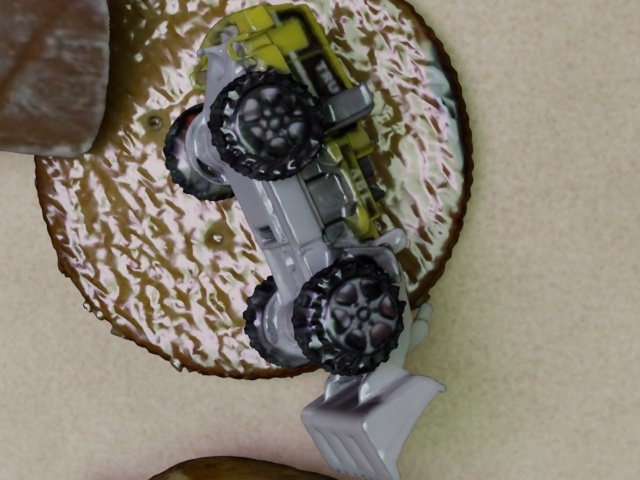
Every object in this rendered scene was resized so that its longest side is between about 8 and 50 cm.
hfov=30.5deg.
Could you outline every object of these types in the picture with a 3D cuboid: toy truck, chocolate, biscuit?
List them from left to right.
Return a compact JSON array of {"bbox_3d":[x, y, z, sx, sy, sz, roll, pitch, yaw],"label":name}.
[{"bbox_3d":[-0.258,-0.141,0.725,0.254,0.080,0.157,3,131,-11],"label":"chocolate"},{"bbox_3d":[-0.049,-0.054,0.789,0.305,0.038,0.305,0,93,10],"label":"biscuit"},{"bbox_3d":[0.000,0.000,0.700,0.111,0.136,0.286,-23,94,-21],"label":"toy truck"}]

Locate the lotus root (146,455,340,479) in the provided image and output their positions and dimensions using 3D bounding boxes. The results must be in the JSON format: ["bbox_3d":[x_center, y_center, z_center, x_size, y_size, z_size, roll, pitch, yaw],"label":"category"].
[{"bbox_3d":[-0.042,0.221,0.730,0.314,0.169,0.141,2,127,32],"label":"lotus root"}]
